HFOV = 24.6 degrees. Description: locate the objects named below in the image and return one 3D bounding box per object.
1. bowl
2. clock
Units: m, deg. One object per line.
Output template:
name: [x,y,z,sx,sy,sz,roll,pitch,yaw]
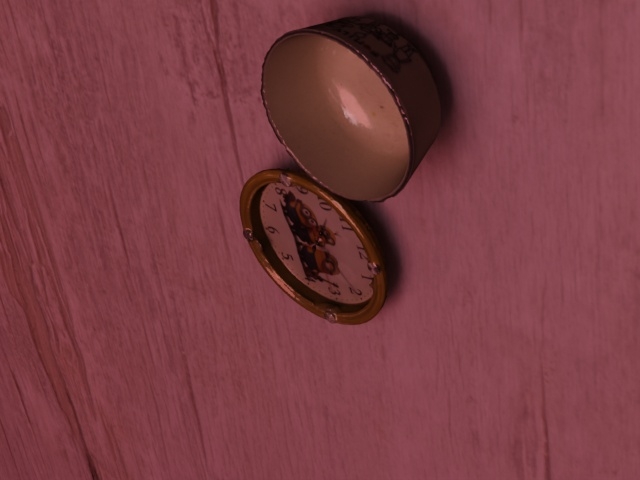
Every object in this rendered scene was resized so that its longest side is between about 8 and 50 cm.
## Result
bowl: [0.048,-0.157,1.595,0.211,0.112,0.211,29,140,28]
clock: [0.000,0.000,1.837,0.237,0.057,0.237,29,141,27]
